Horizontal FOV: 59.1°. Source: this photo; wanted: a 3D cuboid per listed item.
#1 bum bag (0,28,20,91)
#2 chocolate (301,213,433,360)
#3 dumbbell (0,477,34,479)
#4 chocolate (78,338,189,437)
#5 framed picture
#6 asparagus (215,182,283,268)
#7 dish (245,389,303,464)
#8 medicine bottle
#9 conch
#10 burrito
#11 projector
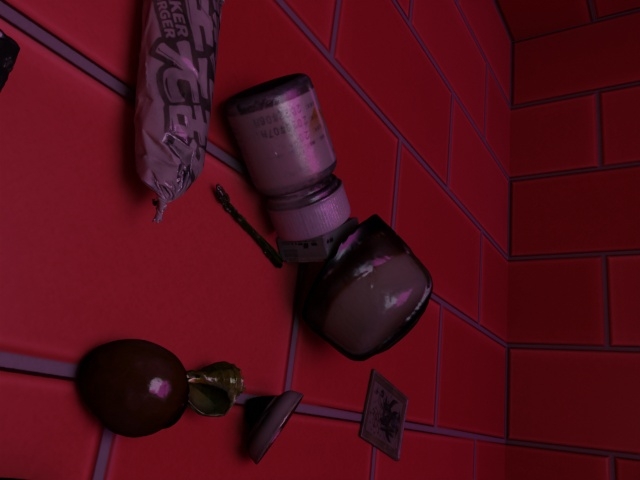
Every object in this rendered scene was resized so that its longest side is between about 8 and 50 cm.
[{"bbox_3d":[-0.440,-0.236,0.517,0.310,0.074,0.137,44,63,-38],"label":"bum bag"},{"bbox_3d":[0.116,0.114,1.145,0.283,0.186,0.284,-47,159,-24],"label":"chocolate"},{"bbox_3d":[-0.314,0.361,0.565,0.152,0.152,0.218,37,55,-50],"label":"dumbbell"},{"bbox_3d":[-0.252,0.193,0.750,0.133,0.127,0.124,25,34,-40],"label":"chocolate"},{"bbox_3d":[0.167,0.450,1.443,0.231,0.010,0.173,46,49,-45],"label":"framed picture"},{"bbox_3d":[-0.129,-0.023,1.029,0.023,0.022,0.233,-37,133,-2],"label":"asparagus"},{"bbox_3d":[-0.100,0.309,0.989,0.141,0.078,0.141,-55,171,-13],"label":"dish"},{"bbox_3d":[-0.054,-0.151,1.032,0.165,0.165,0.273,-50,126,-48],"label":"medicine bottle"},{"bbox_3d":[-0.168,0.233,0.881,0.121,0.074,0.089,12,39,-36],"label":"conch"},{"bbox_3d":[-0.216,-0.234,0.848,0.139,0.101,0.446,31,57,-65],"label":"burrito"},{"bbox_3d":[0.000,0.000,1.142,0.147,0.115,0.061,-27,112,-55],"label":"projector"}]
